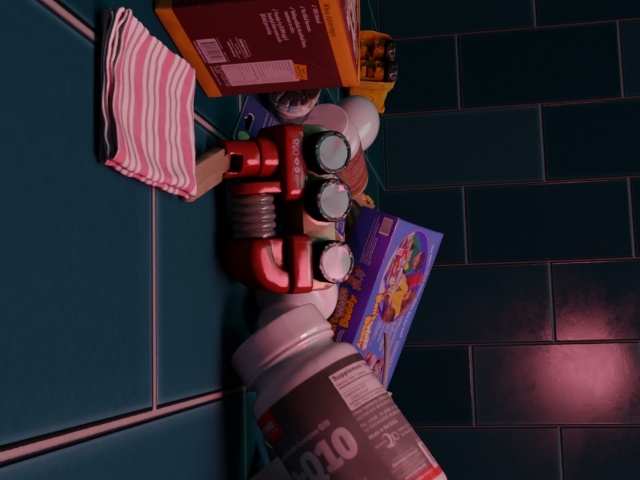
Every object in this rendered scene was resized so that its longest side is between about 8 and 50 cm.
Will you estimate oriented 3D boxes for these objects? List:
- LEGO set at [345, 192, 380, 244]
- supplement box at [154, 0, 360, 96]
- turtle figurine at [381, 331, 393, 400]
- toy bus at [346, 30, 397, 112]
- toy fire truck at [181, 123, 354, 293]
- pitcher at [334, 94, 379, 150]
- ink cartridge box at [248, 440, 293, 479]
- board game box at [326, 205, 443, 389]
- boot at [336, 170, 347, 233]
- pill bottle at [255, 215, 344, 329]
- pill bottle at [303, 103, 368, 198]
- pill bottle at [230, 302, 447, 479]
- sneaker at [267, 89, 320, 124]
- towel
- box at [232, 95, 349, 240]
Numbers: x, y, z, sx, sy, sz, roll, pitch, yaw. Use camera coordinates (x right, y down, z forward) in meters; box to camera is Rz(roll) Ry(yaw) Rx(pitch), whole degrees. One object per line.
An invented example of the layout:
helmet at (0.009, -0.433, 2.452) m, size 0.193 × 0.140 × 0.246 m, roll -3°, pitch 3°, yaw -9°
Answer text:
LEGO set at (0.090, 0.006, 1.606) m, size 0.132 × 0.107 × 0.287 m, roll -120°, pitch -153°, yaw -50°
supplement box at (-0.061, -0.272, 0.925) m, size 0.191 × 0.194 × 0.129 m, roll 62°, pitch 27°, yaw -68°
turtle figurine at (0.049, 0.304, 1.313) m, size 0.275 × 0.198 × 0.266 m, roll -38°, pitch 109°, yaw -72°
toy bus at (0.133, -0.462, 2.321) m, size 0.211 × 0.150 × 0.220 m, roll 96°, pitch -4°, yaw -53°
toy fire truck at (-0.081, -0.038, 1.007) m, size 0.158 × 0.246 × 0.217 m, roll 4°, pitch -84°, yaw 58°
pitcher at (0.062, -0.235, 1.920) m, size 0.177 × 0.126 × 0.207 m, roll 107°, pitch 4°, yaw -45°
ink cartridge box at (-0.037, 0.376, 1.127) m, size 0.062 × 0.181 × 0.104 m, roll -34°, pitch 135°, yaw -26°
board game box at (0.102, 0.124, 1.526) m, size 0.233 × 0.078 × 0.347 m, roll 14°, pitch 96°, yaw -61°
boot at (0.001, 0.001, 1.552) m, size 0.211 × 0.104 × 0.295 m, roll 73°, pitch 20°, yaw -74°
pill bottle at (-0.031, 0.054, 1.223) m, size 0.221 × 0.124 × 0.124 m, roll -81°, pitch 165°, yaw -53°
pill bottle at (0.025, -0.175, 1.621) m, size 0.216 × 0.121 × 0.121 m, roll 70°, pitch 20°, yaw -62°
pill bottle at (0.015, 0.233, 1.026) m, size 0.283 × 0.161 × 0.161 m, roll 54°, pitch 1°, yaw 16°
sneaker at (-0.052, -0.315, 1.352) m, size 0.122 × 0.110 × 0.283 m, roll 109°, pitch -13°, yaw -65°
towel at (-0.158, -0.125, 0.783) m, size 0.197 × 0.029 × 0.144 m, roll 26°, pitch 63°, yaw -75°
box at (-0.047, -0.105, 1.205) m, size 0.225 × 0.036 × 0.136 m, roll 43°, pitch 31°, yaw -23°
